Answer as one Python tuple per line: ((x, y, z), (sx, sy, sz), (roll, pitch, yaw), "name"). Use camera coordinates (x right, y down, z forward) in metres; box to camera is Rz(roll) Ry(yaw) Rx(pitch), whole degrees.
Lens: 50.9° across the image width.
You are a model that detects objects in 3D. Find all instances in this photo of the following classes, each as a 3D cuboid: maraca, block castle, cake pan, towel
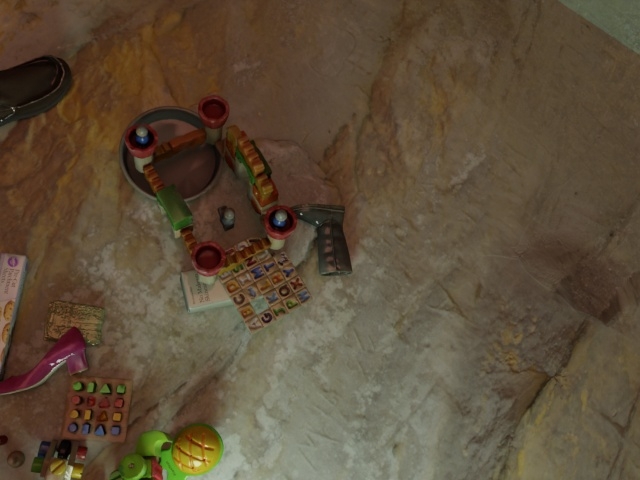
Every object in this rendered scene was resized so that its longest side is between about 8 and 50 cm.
((-0.333, 0.549, 1.728), (0.185, 0.099, 0.127), (-37, 83, 7), "maraca")
((-0.284, -0.142, 1.767), (0.302, 0.213, 0.453), (-27, 75, -19), "block castle")
((-0.425, -0.241, 1.928), (0.293, 0.054, 0.293), (3, 75, -13), "cake pan")
((-0.647, 0.217, 1.770), (0.148, 0.027, 0.110), (8, 73, -11), "towel")

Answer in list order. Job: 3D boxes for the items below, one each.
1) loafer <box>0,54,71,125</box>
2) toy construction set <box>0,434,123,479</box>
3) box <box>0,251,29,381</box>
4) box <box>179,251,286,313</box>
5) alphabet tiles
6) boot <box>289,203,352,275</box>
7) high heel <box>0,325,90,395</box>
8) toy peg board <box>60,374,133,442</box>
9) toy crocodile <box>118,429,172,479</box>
((-0.846, -0.397, 1.824), (0.366, 0.130, 0.134), (-37, 87, -19), "loafer")
((-0.662, 0.569, 1.563), (0.308, 0.237, 0.257), (38, 70, -1), "toy construction set")
((-0.813, 0.194, 1.715), (0.067, 0.063, 0.324), (10, 74, -12), "box")
((-0.241, 0.117, 1.859), (0.275, 0.094, 0.113), (-13, 79, -17), "box")
((-0.161, 0.105, 1.827), (0.198, 0.009, 0.237), (-29, 83, -19), "alphabet tiles")
((-0.001, 0.000, 1.969), (0.189, 0.076, 0.209), (1, 82, -11), "boot")
((-0.713, 0.307, 1.692), (0.244, 0.082, 0.117), (-18, 84, -9), "high heel")
((-0.569, 0.427, 1.707), (0.161, 0.079, 0.161), (7, 74, -12), "toy peg board")
((-0.434, 0.631, 1.628), (0.105, 0.115, 0.341), (-3, 55, 10), "toy crocodile")
